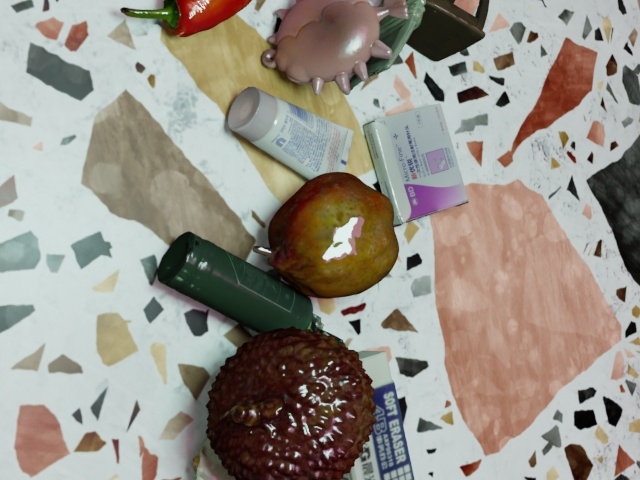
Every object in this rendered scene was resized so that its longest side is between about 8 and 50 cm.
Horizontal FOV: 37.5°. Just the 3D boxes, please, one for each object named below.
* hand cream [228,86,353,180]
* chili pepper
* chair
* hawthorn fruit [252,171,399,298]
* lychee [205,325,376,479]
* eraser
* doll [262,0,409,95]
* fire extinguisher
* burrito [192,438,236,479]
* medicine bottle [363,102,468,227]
[{"bbox_3d":[-0.039,-0.179,1.615,0.248,0.083,0.133,28,72,-38],"label":"hand cream"},{"bbox_3d":[-0.167,-0.439,1.558,0.137,0.092,0.368,38,59,-3],"label":"chili pepper"},{"bbox_3d":[0.187,-0.385,1.721,0.186,0.160,0.319,27,69,-25],"label":"chair"},{"bbox_3d":[0.000,0.000,1.542,0.248,0.208,0.208,-19,96,-32],"label":"hawthorn fruit"},{"bbox_3d":[-0.045,0.261,1.432,0.300,0.264,0.264,10,79,-62],"label":"lychee"},{"bbox_3d":[0.077,0.338,1.626,0.124,0.081,0.278,-14,93,-33],"label":"eraser"},{"bbox_3d":[0.023,-0.351,1.598,0.262,0.093,0.211,-28,72,6],"label":"doll"},{"bbox_3d":[-0.104,0.096,1.520,0.311,0.114,0.095,31,81,-28],"label":"fire extinguisher"},{"bbox_3d":[-0.078,0.483,1.516,0.392,0.076,0.117,49,60,-17],"label":"burrito"},{"bbox_3d":[0.176,-0.140,1.754,0.171,0.052,0.201,-17,93,-32],"label":"medicine bottle"}]
